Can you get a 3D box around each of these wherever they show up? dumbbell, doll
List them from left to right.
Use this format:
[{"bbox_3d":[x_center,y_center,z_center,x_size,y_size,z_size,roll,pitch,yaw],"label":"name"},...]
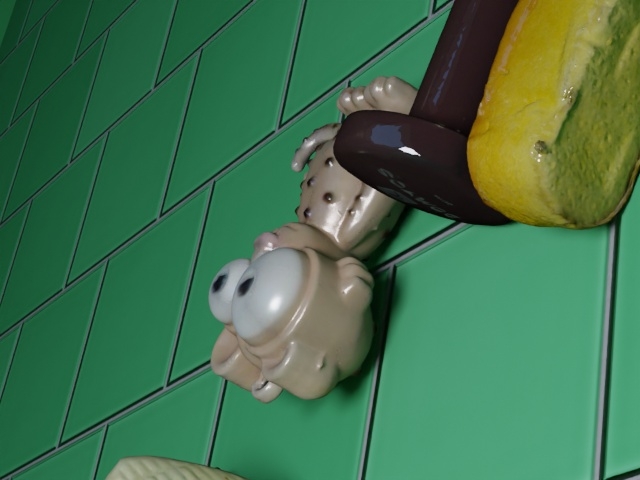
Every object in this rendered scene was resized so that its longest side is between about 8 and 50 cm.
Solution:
[{"bbox_3d":[0.001,-0.001,1.149,0.154,0.119,0.278,-22,43,52],"label":"doll"},{"bbox_3d":[0.109,-0.131,1.034,0.124,0.140,0.225,8,72,54],"label":"dumbbell"}]

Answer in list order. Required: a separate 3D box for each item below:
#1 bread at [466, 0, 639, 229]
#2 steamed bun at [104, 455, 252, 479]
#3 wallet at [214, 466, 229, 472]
[{"bbox_3d":[0.178,-0.124,0.945,0.094,0.102,0.245,13,80,58],"label":"bread"},{"bbox_3d":[-0.102,0.280,1.032,0.238,0.170,0.152,-90,17,-48],"label":"steamed bun"},{"bbox_3d":[-0.128,0.313,1.200,0.124,0.025,0.244,-29,43,50],"label":"wallet"}]
